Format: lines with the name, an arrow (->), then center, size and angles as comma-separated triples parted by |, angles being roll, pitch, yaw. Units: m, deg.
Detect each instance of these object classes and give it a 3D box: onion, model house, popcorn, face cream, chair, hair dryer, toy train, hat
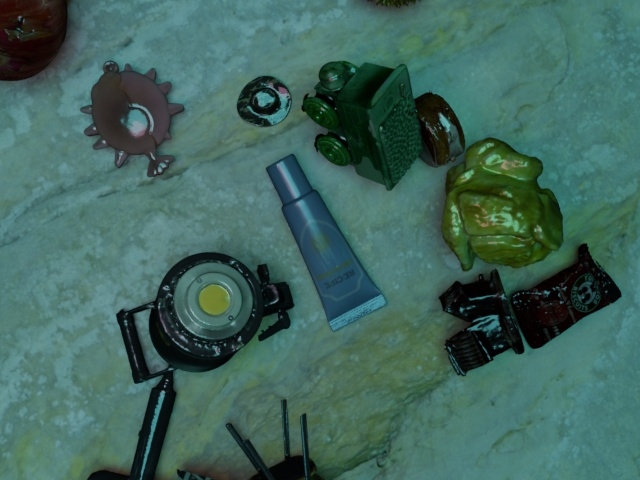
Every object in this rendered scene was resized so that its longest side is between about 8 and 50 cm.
onion -> -0.642, -0.468, 1.296 | 0.353, 0.353, 0.354 | 0, 91, -2
model house -> 0.335, 0.176, 1.453 | 0.164, 0.141, 0.203 | -19, 90, 10
popcorn -> 0.376, -0.067, 1.410 | 0.225, 0.276, 0.276 | -17, 92, 33
face cream -> 0.000, 0.000, 1.458 | 0.135, 0.086, 0.385 | -27, 97, -2
chair -> -0.069, 0.480, 1.418 | 0.172, 0.159, 0.247 | -18, 94, -20
hair dryer -> -0.382, 0.432, 1.452 | 0.189, 0.107, 0.352 | 13, 83, -1
toy train -> 0.083, -0.241, 1.364 | 0.202, 0.266, 0.145 | 24, 65, 31
hat -> -0.123, -0.299, 1.461 | 0.121, 0.050, 0.121 | 0, 93, 0

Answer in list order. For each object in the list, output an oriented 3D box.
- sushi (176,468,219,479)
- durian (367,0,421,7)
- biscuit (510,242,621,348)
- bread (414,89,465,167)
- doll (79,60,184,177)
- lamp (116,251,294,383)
sushi -> -0.182, 0.584, 1.425 | 0.231, 0.047, 0.220 | 0, 107, 34
durian -> 0.145, -0.592, 1.406 | 0.237, 0.176, 0.200 | 40, 80, -8
biscuit -> 0.535, 0.122, 1.487 | 0.235, 0.063, 0.151 | -33, 109, -6
bread -> 0.236, -0.232, 1.428 | 0.073, 0.160, 0.160 | -33, 92, -8
doll -> -0.393, -0.257, 1.430 | 0.211, 0.093, 0.262 | -33, 92, -5
lamp -> -0.241, 0.148, 1.347 | 0.374, 0.272, 0.205 | -18, 77, -3
